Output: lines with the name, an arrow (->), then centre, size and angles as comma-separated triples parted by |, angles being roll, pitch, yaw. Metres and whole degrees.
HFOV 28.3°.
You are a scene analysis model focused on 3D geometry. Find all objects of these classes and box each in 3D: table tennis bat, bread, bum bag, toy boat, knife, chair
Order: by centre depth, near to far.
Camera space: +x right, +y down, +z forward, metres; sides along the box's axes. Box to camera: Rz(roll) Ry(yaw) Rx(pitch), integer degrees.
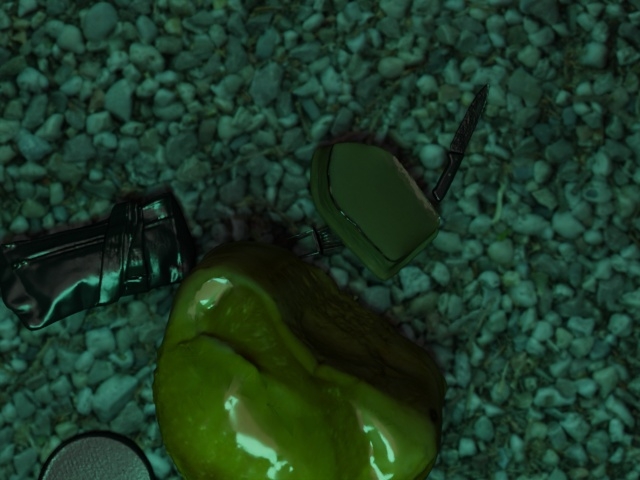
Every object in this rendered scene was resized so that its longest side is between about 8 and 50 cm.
bread -> -0.048, 0.187, 1.445 | 0.361, 0.394, 0.250 | 37, 101, 0
table tennis bat -> -0.298, 0.355, 1.590 | 0.150, 0.027, 0.236 | 23, 83, 2
toy boat -> 0.062, -0.053, 1.604 | 0.116, 0.061, 0.188 | -40, 86, -19
bum bag -> -0.283, 0.027, 1.607 | 0.248, 0.060, 0.123 | -18, 86, -4
chair -> 0.001, 0.000, 1.620 | 0.086, 0.042, 0.037 | -18, 88, -2
knife -> 0.184, -0.129, 1.652 | 0.023, 0.010, 0.170 | 26, 83, -4
